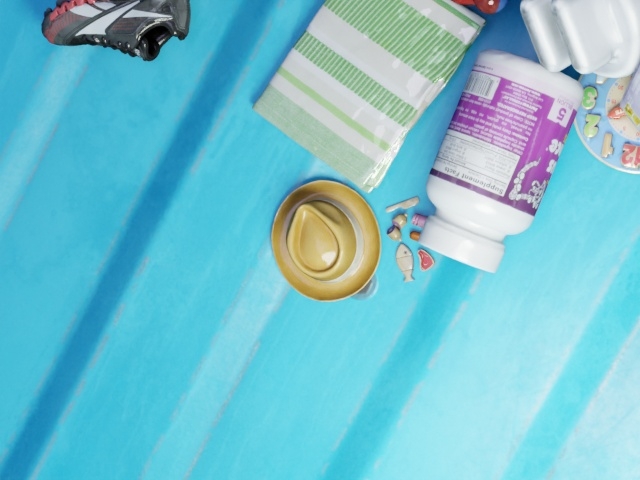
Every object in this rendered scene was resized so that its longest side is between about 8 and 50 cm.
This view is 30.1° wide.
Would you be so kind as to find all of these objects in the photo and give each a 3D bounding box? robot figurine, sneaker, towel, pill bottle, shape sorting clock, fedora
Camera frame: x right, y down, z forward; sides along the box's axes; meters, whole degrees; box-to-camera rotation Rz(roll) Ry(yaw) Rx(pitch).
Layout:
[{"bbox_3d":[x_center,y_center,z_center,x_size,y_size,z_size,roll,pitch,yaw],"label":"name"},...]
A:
[{"bbox_3d":[0.446,-0.359,1.638,0.353,0.300,0.199,-32,115,-16],"label":"robot figurine"},{"bbox_3d":[-0.333,-0.352,1.960,0.276,0.098,0.135,-12,83,15],"label":"sneaker"},{"bbox_3d":[0.076,-0.271,1.871,0.248,0.038,0.324,38,101,15],"label":"towel"},{"bbox_3d":[0.256,-0.113,1.742,0.169,0.169,0.301,23,96,16],"label":"pill bottle"},{"bbox_3d":[0.474,-0.199,1.746,0.206,0.040,0.206,0,89,16],"label":"shape sorting clock"},{"bbox_3d":[0.000,0.000,1.862,0.194,0.079,0.194,-1,88,17],"label":"fedora"}]

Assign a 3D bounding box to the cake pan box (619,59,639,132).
[{"bbox_3d":[0.537,-0.265,1.601,0.267,0.246,0.070,-35,81,0],"label":"cake pan box"}]

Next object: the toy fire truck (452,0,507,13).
[{"bbox_3d":[0.229,-0.467,1.698,0.302,0.169,0.253,-47,56,45],"label":"toy fire truck"}]

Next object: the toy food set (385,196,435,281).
[{"bbox_3d":[0.144,-0.002,1.849,0.078,0.019,0.122,-21,83,15],"label":"toy food set"}]
